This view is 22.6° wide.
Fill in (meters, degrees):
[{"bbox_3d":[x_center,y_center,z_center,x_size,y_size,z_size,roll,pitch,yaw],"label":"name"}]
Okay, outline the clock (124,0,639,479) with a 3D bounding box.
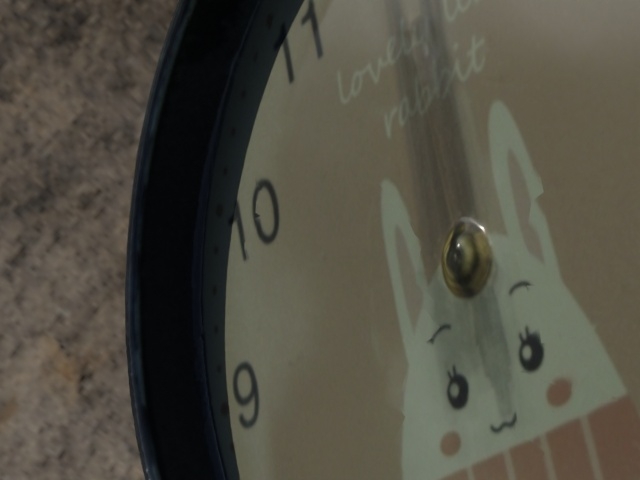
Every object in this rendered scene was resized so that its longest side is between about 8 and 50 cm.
[{"bbox_3d":[0.052,0.007,0.557,0.386,0.076,0.386,-7,81,53],"label":"clock"}]
